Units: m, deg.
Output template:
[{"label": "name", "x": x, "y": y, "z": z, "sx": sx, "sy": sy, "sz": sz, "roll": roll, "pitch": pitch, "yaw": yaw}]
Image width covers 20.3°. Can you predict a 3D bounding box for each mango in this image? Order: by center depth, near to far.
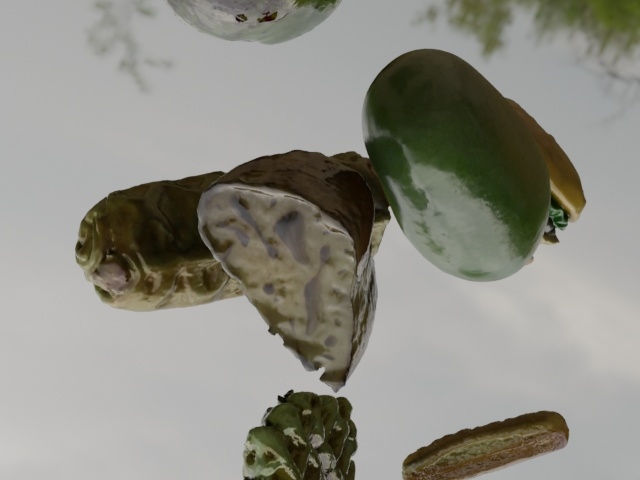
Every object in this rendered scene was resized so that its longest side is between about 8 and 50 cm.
[{"label": "mango", "x": 0.093, "y": -0.058, "z": 1.318, "sx": 0.114, "sy": 0.156, "sz": 0.251, "roll": -12, "pitch": 156, "yaw": 25}]

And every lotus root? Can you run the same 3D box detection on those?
[{"label": "lotus root", "x": -0.001, "y": 0.000, "z": 1.208, "sx": 0.159, "sy": 0.095, "sz": 0.135, "roll": 49, "pitch": -151, "yaw": -12}]

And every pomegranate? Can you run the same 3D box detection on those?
[{"label": "pomegranate", "x": -0.068, "y": -0.320, "z": 1.794, "sx": 0.214, "sy": 0.248, "sz": 0.214, "roll": 2, "pitch": -167, "yaw": -1}]

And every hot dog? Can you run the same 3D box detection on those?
[{"label": "hot dog", "x": 0.200, "y": 0.254, "z": 2.208, "sx": 0.047, "sy": 0.216, "sz": 0.066, "roll": -89, "pitch": -26, "yaw": -59}]

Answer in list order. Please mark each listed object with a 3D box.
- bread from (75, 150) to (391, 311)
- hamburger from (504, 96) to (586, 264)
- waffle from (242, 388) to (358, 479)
[{"label": "bread", "x": -0.069, "y": -0.007, "z": 1.418, "sx": 0.269, "sy": 0.098, "sz": 0.087, "roll": -11, "pitch": -135, "yaw": -32}, {"label": "hamburger", "x": 0.150, "y": -0.053, "z": 1.533, "sx": 0.162, "sy": 0.115, "sz": 0.162, "roll": 46, "pitch": 180, "yaw": 0}, {"label": "waffle", "x": -0.022, "y": 0.214, "z": 1.369, "sx": 0.054, "sy": 0.207, "sz": 0.214, "roll": 6, "pitch": -171, "yaw": 20}]
